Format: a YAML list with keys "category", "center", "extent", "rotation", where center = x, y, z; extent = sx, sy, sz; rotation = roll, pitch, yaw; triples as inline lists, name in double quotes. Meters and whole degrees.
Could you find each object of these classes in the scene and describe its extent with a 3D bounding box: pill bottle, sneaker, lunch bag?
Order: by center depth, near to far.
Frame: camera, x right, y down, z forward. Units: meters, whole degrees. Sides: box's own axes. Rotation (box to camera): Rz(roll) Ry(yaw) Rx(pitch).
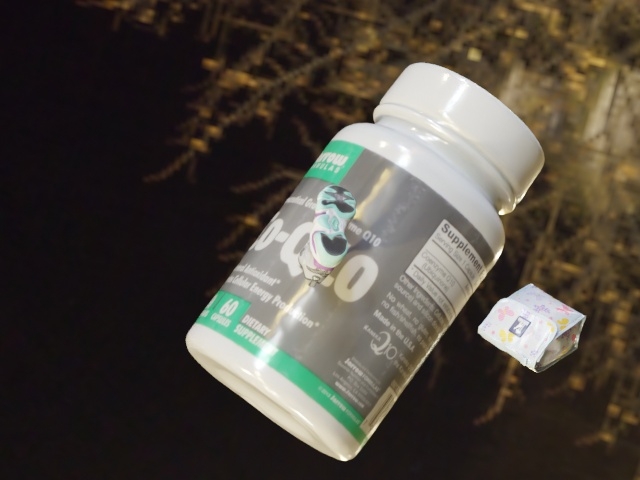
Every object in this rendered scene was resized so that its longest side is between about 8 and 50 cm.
- category: "sneaker"
  center: [0.000, 0.000, 1.454]
  extent: [0.069, 0.038, 0.098]
  rotation: [-58, 12, 41]
- category: "lunch bag"
  center: [0.202, 0.085, 1.556]
  extent: [0.083, 0.071, 0.053]
  rotation: [-27, -42, -40]
- category: "pill bottle"
  center: [0.050, 0.017, 1.592]
  extent: [0.361, 0.204, 0.204]
  rotation: [-54, -31, -12]
